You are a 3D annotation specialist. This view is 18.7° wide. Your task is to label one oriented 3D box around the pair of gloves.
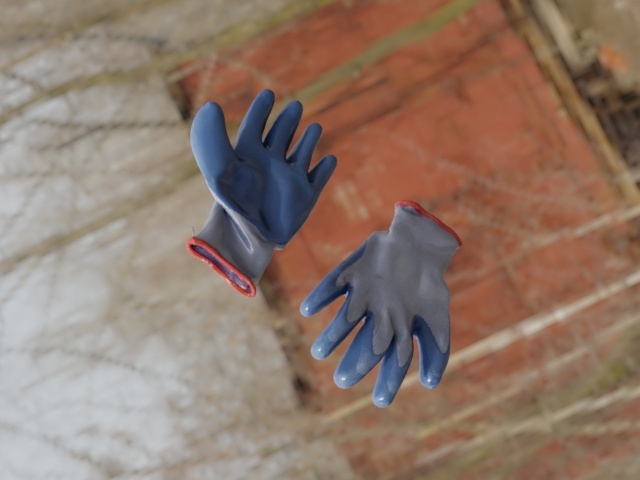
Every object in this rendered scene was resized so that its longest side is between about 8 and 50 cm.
[{"bbox_3d":[0.000,0.000,1.113,0.198,0.023,0.159,37,-139,-11],"label":"pair of gloves"}]
